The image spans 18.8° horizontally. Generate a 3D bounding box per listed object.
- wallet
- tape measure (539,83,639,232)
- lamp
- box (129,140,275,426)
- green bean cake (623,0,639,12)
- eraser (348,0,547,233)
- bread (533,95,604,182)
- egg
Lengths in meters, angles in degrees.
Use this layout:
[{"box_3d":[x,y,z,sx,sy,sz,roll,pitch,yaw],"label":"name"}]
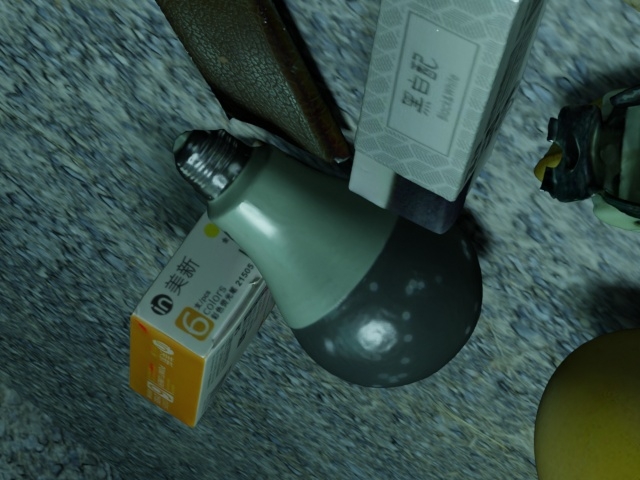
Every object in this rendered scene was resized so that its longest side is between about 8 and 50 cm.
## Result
[{"box_3d":[-0.061,-0.158,1.618,0.133,0.039,0.243,23,161,30],"label":"wallet"},{"box_3d":[0.290,-0.037,1.182,0.235,0.115,0.207,10,175,-30],"label":"tape measure"},{"box_3d":[0.001,0.004,1.734,0.314,0.182,0.182,36,160,-1],"label":"lamp"},{"box_3d":[-0.095,0.048,1.898,0.091,0.220,0.274,32,159,5],"label":"box"},{"box_3d":[0.240,-0.176,1.076,0.109,0.085,0.179,32,161,-4],"label":"green bean cake"},{"box_3d":[0.093,-0.130,1.378,0.096,0.098,0.404,29,160,7],"label":"eraser"},{"box_3d":[0.252,-0.059,1.393,0.149,0.065,0.188,26,160,-21],"label":"bread"},{"box_3d":[0.326,0.217,1.672,0.322,0.250,0.250,47,161,5],"label":"egg"}]
